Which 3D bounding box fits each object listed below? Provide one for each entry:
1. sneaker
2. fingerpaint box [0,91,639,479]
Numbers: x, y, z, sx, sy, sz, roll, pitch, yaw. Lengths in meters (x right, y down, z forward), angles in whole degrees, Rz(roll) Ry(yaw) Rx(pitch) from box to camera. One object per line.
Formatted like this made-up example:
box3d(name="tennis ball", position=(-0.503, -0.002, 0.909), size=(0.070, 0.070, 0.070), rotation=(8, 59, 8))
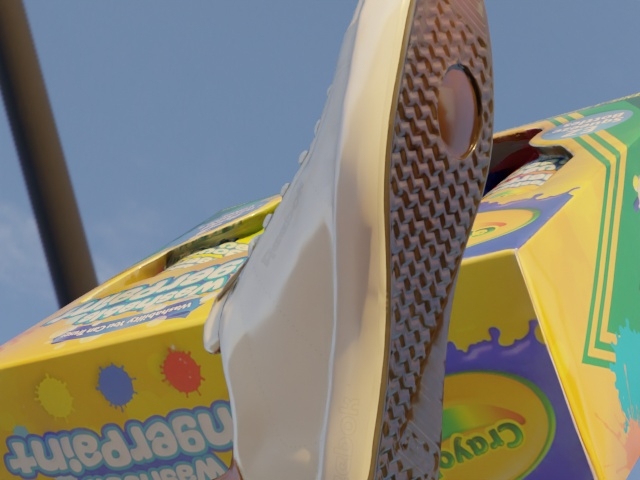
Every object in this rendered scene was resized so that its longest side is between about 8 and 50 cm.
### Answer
box3d(name="sneaker", position=(0.000, 0.000, 0.676), size=(0.106, 0.123, 0.290), rotation=(13, -93, -56))
box3d(name="fingerpaint box", position=(0.029, 0.055, 1.013), size=(0.445, 0.371, 0.163), rotation=(-14, -78, 33))
